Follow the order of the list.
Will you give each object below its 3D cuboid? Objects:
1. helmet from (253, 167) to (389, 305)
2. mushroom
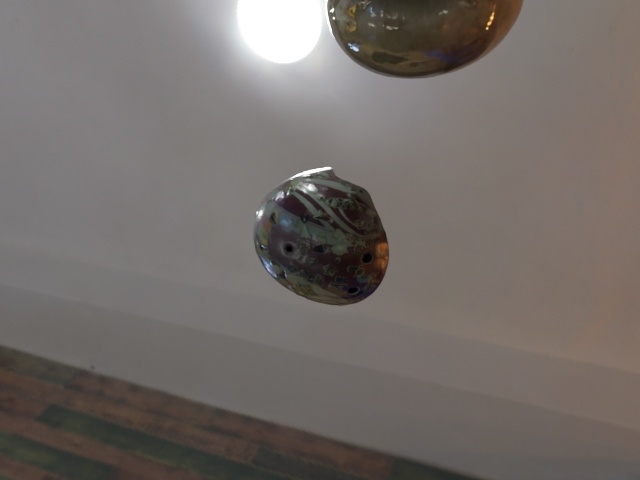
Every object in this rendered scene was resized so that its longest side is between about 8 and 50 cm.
[{"bbox_3d":[-0.015,-0.003,0.864,0.177,0.107,0.153,41,-61,39],"label":"helmet"},{"bbox_3d":[0.112,-0.281,0.818,0.227,0.226,0.178,-1,-46,27],"label":"mushroom"}]
